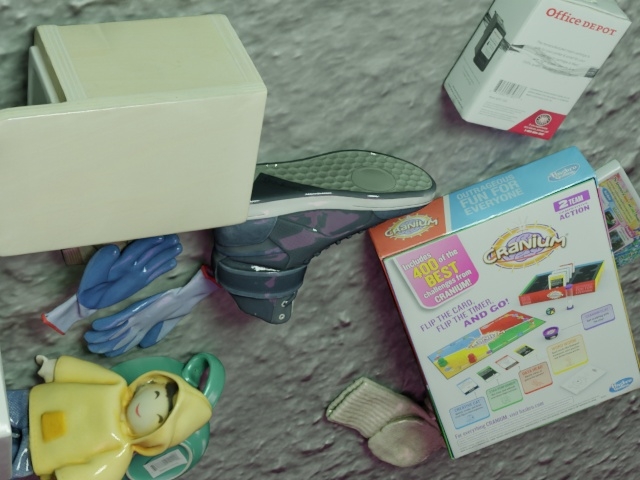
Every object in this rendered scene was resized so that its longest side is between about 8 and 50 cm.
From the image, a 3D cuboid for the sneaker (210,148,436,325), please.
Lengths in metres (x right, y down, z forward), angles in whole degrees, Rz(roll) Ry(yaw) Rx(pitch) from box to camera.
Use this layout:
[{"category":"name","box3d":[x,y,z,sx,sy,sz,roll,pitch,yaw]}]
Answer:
[{"category":"sneaker","box3d":[-0.001,-0.001,1.431,0.226,0.086,0.163,-4,127,-10]}]

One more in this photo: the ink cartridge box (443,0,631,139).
[{"category":"ink cartridge box","box3d":[0.205,-0.179,1.366,0.109,0.063,0.150,11,127,-30]}]

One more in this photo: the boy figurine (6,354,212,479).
[{"category":"boy figurine","box3d":[-0.254,0.194,1.448,0.285,0.177,0.092,-5,147,8]}]

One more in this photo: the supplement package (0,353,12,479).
[{"category":"supplement package","box3d":[-0.370,0.126,1.257,0.178,0.175,0.293,-9,166,-14]}]

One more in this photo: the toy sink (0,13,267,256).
[{"category":"toy sink","box3d":[-0.183,-0.096,1.237,0.234,0.131,0.152,-9,135,-21]}]

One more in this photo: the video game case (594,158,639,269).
[{"category":"video game case","box3d":[0.298,-0.007,1.609,0.143,0.019,0.157,-32,135,9]}]

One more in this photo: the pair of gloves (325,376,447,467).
[{"category":"pair of gloves","box3d":[0.149,0.188,1.723,0.240,0.042,0.204,-36,136,15]}]

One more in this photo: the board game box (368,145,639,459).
[{"category":"board game box","box3d":[0.211,0.076,1.574,0.242,0.064,0.316,-21,126,0]}]

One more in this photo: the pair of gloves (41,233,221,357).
[{"category":"pair of gloves","box3d":[-0.188,0.055,1.435,0.159,0.023,0.198,-34,151,5]}]

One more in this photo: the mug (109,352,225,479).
[{"category":"mug","box3d":[-0.180,0.195,1.549,0.129,0.097,0.157,5,131,-27]}]

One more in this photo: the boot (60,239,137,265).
[{"category":"boot","box3d":[-0.212,-0.024,1.367,0.087,0.042,0.118,-20,138,-13]}]
